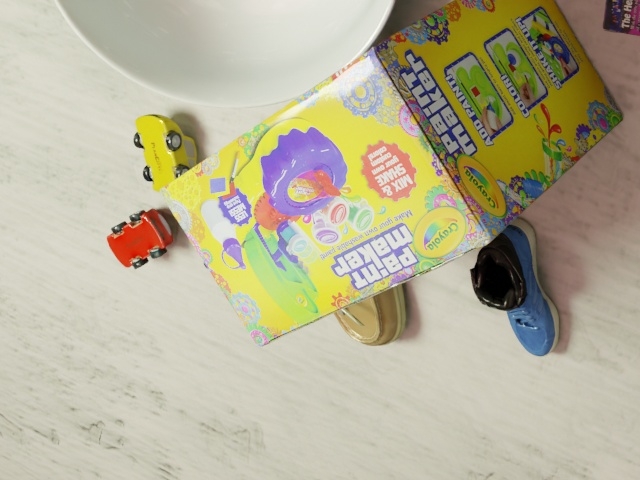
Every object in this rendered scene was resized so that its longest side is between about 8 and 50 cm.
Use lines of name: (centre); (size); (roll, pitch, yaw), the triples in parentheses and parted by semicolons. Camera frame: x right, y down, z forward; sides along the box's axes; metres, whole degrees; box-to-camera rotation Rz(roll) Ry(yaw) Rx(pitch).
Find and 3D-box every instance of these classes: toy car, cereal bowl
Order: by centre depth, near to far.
cereal bowl: (-0.087, -0.299, 1.095); (0.338, 0.141, 0.339); (4, 129, 5)
toy car: (-0.146, -0.020, 1.399); (0.225, 0.053, 0.239); (35, 131, 16)

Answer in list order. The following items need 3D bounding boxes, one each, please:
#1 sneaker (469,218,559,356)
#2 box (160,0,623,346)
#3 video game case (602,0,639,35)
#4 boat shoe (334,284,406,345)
sneaker: (0.193, 0.062, 1.165); (0.058, 0.084, 0.152); (2, 116, 36)
box: (0.067, -0.077, 1.049); (0.290, 0.279, 0.177); (-28, 97, 43)
video game case: (0.336, -0.260, 0.902); (0.210, 0.042, 0.232); (17, 124, 29)
boat shoe: (0.000, 0.000, 1.272); (0.104, 0.089, 0.285); (-19, 103, 42)
